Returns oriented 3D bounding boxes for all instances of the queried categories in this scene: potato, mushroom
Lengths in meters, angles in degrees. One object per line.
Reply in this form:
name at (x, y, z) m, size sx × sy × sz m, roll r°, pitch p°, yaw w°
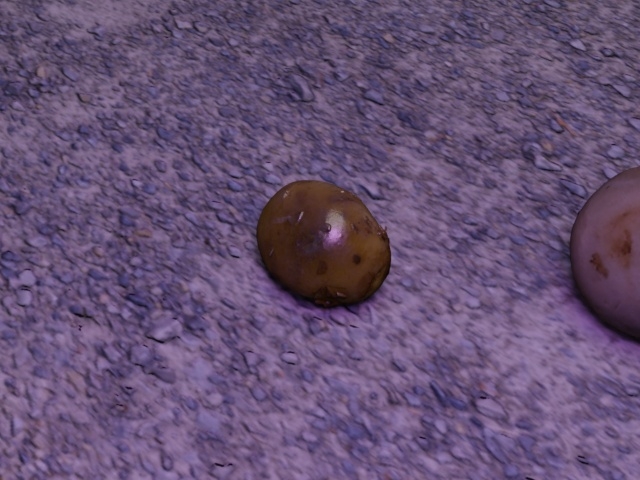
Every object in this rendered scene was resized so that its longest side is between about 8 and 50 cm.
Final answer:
potato at (0.000, 0.000, 1.201) m, size 0.176 × 0.137 × 0.137 m, roll 24°, pitch 51°, yaw 20°
mushroom at (0.407, 0.009, 1.192) m, size 0.207 × 0.207 × 0.215 m, roll 31°, pitch 22°, yaw 23°
